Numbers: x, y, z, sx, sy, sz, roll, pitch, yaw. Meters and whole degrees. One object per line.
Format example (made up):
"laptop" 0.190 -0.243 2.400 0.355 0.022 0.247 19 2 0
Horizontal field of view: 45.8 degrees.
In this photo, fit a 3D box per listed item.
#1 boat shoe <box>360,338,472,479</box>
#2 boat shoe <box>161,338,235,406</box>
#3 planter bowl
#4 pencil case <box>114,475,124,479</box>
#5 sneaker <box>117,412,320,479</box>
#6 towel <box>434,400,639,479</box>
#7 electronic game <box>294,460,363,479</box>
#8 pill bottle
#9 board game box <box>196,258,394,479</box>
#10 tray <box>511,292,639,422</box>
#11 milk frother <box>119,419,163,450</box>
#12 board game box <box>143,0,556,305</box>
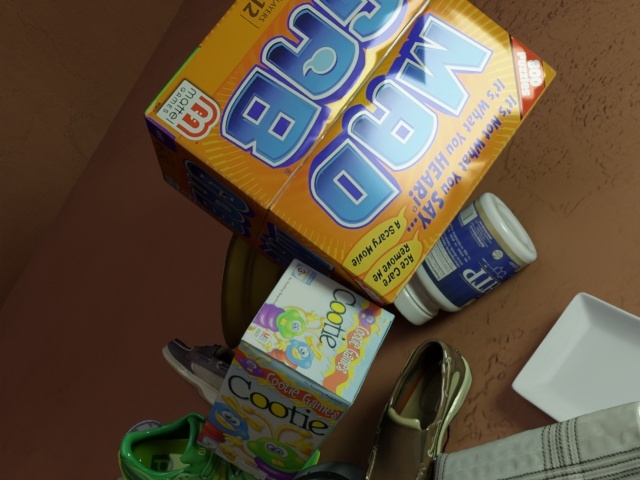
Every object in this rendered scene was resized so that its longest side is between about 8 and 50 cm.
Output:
"boat shoe" 0.101 0.234 0.916 0.095 0.095 0.257 8 60 32
"boat shoe" -0.181 0.228 1.316 0.092 0.103 0.285 -52 35 -11
"planter bowl" -0.102 0.084 1.320 0.090 0.217 0.217 4 52 7
"pencil case" -0.366 0.512 1.047 0.183 0.160 0.410 -8 21 39
"sneaker" -0.146 0.310 1.077 0.295 0.123 0.109 -5 54 2
"towel" 0.228 0.322 0.701 0.324 0.056 0.312 -27 44 40
"electronic game" -0.006 0.393 0.966 0.229 0.048 0.229 -26 39 23
"pill bottle" 0.185 0.031 1.026 0.186 0.112 0.112 -38 34 22
"board game box" -0.040 0.179 0.958 0.144 0.142 0.275 -57 -4 -42
"tray" 0.332 0.160 0.787 0.145 0.030 0.270 -54 32 -2
"milk frother" -0.230 0.329 1.233 0.129 0.135 0.143 -4 53 18
"board game box" 0.020 -0.150 1.049 0.357 0.356 0.356 -53 2 -10
